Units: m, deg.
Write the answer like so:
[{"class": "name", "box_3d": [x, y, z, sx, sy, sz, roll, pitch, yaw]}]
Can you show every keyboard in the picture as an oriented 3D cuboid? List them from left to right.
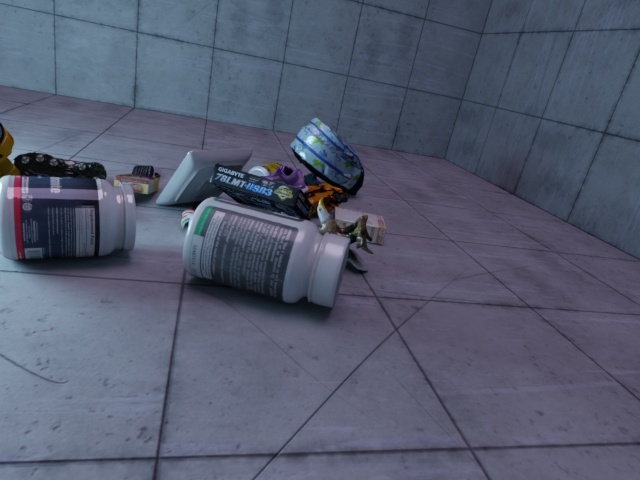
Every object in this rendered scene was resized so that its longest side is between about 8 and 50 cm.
[{"class": "keyboard", "box_3d": [-0.696, -0.271, 1.773, 0.108, 0.023, 0.180, 4, 23, -19]}]

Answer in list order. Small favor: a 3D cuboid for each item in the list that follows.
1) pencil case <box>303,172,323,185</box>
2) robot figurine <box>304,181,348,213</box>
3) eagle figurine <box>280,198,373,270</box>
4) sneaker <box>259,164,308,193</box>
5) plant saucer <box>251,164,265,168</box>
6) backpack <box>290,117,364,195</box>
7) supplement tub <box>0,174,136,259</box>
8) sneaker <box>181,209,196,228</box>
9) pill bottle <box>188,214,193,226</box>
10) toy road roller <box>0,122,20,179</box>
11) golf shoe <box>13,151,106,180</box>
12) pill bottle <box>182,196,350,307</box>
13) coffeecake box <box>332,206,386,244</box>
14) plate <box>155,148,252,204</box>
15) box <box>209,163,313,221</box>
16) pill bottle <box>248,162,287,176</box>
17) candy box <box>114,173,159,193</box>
[{"class": "pencil case", "box_3d": [-0.032, -0.263, 2.041, 0.064, 0.070, 0.152, 5, 23, -18]}, {"class": "robot figurine", "box_3d": [-0.017, -0.171, 1.798, 0.211, 0.085, 0.291, 24, 25, 27]}, {"class": "eagle figurine", "box_3d": [-0.002, -0.011, 1.333, 0.298, 0.225, 0.226, -13, -28, 15]}, {"class": "sneaker", "box_3d": [-0.152, -0.238, 1.695, 0.236, 0.104, 0.095, 11, 31, 33]}, {"class": "plant saucer", "box_3d": [-0.237, -0.319, 2.116, 0.195, 0.037, 0.195, 11, 22, -4]}, {"class": "backpack", "box_3d": [0.028, -0.390, 2.020, 0.355, 0.273, 0.290, 10, 34, -38]}, {"class": "supplement tub", "box_3d": [-0.595, -0.054, 1.051, 0.272, 0.191, 0.191, -2, 25, -31]}, {"class": "sneaker", "box_3d": [-0.352, -0.048, 1.373, 0.161, 0.057, 0.075, 8, 38, -13]}, {"class": "pill bottle", "box_3d": [-0.312, -0.027, 1.290, 0.137, 0.078, 0.078, 8, 22, -11]}, {"class": "toy road roller", "box_3d": [-1.050, -0.220, 1.289, 0.202, 0.240, 0.329, 18, 59, 15]}, {"class": "golf shoe", "box_3d": [-0.878, -0.231, 1.508, 0.273, 0.105, 0.120, 7, 4, -25]}, {"class": "pill bottle", "box_3d": [-0.122, 0.033, 1.067, 0.361, 0.204, 0.204, 15, 21, 7]}, {"class": "coffeecake box", "box_3d": [0.136, -0.056, 1.613, 0.185, 0.068, 0.142, 11, 21, -2]}, {"class": "plate", "box_3d": [-0.389, -0.210, 1.524, 0.277, 0.278, 0.045, -19, 73, -53]}, {"class": "box", "box_3d": [-0.188, -0.153, 1.520, 0.295, 0.073, 0.293, 17, -5, 10]}, {"class": "pill bottle", "box_3d": [-0.211, -0.271, 1.898, 0.117, 0.117, 0.215, 20, 23, 19]}, {"class": "candy box", "box_3d": [-0.631, -0.197, 1.531, 0.109, 0.053, 0.186, 7, 7, -11]}]
